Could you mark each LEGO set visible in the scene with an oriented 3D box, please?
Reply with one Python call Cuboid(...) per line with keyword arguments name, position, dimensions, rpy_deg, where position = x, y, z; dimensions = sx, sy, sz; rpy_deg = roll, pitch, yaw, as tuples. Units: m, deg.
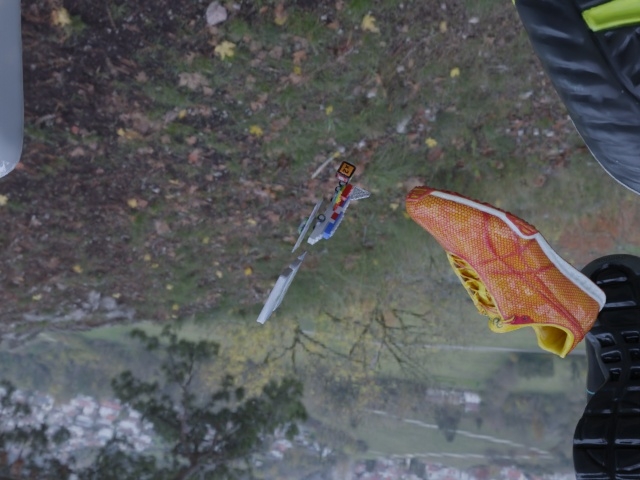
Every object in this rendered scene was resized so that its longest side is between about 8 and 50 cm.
Cuboid(name="LEGO set", position=(0.000, 0.000, 0.918), dimensions=(0.060, 0.244, 0.182), rpy_deg=(28, -168, 3))

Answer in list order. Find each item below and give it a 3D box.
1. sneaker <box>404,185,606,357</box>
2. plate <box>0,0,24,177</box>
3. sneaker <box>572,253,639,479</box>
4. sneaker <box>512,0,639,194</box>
Cuboid(name="sneaker", position=(0.123, 0.024, 0.428), dimensions=(0.175, 0.067, 0.064), rpy_deg=(35, 175, -17))
Cuboid(name="plate", position=(-0.304, -0.139, 0.341), dimensions=(0.277, 0.278, 0.045), rpy_deg=(-10, 160, 1))
Cuboid(name="sneaker", position=(0.278, 0.140, 0.546), dimensions=(0.101, 0.267, 0.106), rpy_deg=(-9, 138, 32))
Cuboid(name="sneaker", position=(0.160, -0.191, 0.355), dimensions=(0.145, 0.384, 0.147), rpy_deg=(-18, 159, 19))
